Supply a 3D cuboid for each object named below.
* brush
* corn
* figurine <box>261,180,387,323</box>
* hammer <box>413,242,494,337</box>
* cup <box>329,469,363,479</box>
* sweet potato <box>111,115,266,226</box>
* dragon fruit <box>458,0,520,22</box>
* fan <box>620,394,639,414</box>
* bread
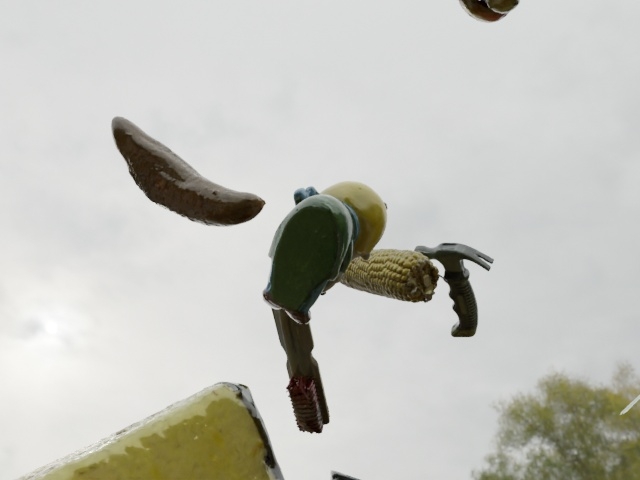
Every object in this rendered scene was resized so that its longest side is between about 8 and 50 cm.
[{"bbox_3d":[-0.037,0.213,1.190,0.060,0.050,0.320,3,-52,18],"label":"brush"},{"bbox_3d":[0.131,0.066,1.488,0.106,0.106,0.305,26,-10,-29],"label":"corn"},{"bbox_3d":[0.012,0.009,0.979,0.127,0.234,0.185,19,-77,8],"label":"figurine"},{"bbox_3d":[0.292,0.106,1.484,0.159,0.041,0.226,1,-58,31],"label":"hammer"},{"bbox_3d":[0.104,0.579,1.275,0.255,0.256,0.178,20,-16,-7],"label":"cup"},{"bbox_3d":[-0.258,-0.105,1.271,0.342,0.092,0.114,32,-69,17],"label":"sweet potato"},{"bbox_3d":[0.123,-0.401,0.835,0.243,0.228,0.307,7,-56,52],"label":"dragon fruit"},{"bbox_3d":[0.547,0.086,0.950,0.415,0.012,0.233,-42,-19,-5],"label":"fan"},{"bbox_3d":[-0.153,0.217,0.437,0.264,0.163,0.168,-19,-7,-40],"label":"bread"}]
